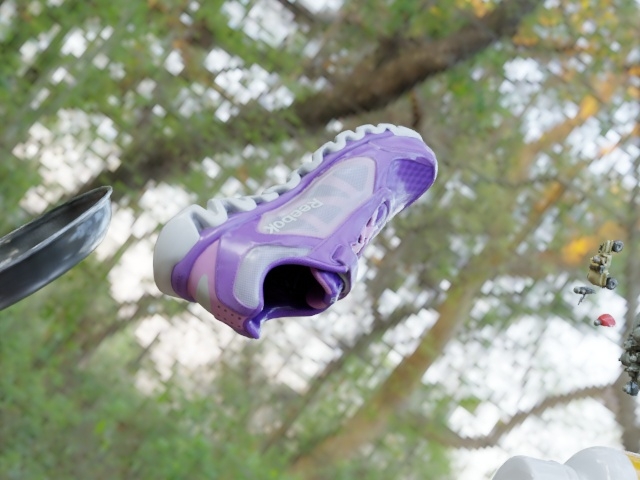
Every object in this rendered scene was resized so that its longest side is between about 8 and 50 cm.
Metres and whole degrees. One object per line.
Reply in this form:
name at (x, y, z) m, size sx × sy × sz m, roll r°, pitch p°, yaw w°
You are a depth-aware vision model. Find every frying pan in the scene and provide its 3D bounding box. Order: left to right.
frying pan at (-0.309, 0.048, 1.422) m, size 0.053 × 0.326 × 0.197 m, roll 59°, pitch -21°, yaw -12°

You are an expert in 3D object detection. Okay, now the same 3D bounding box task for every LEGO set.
LEGO set at (0.122, 0.037, 0.649) m, size 0.023 × 0.054 × 0.083 m, roll -4°, pitch 27°, yaw -35°

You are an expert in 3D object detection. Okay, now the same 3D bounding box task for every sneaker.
sneaker at (0.000, 0.000, 1.214) m, size 0.104 × 0.236 × 0.095 m, roll 43°, pitch -32°, yaw 34°

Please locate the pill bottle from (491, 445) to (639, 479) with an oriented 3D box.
pill bottle at (0.205, 0.191, 0.993) m, size 0.215 × 0.117 × 0.117 m, roll 16°, pitch -5°, yaw -15°
